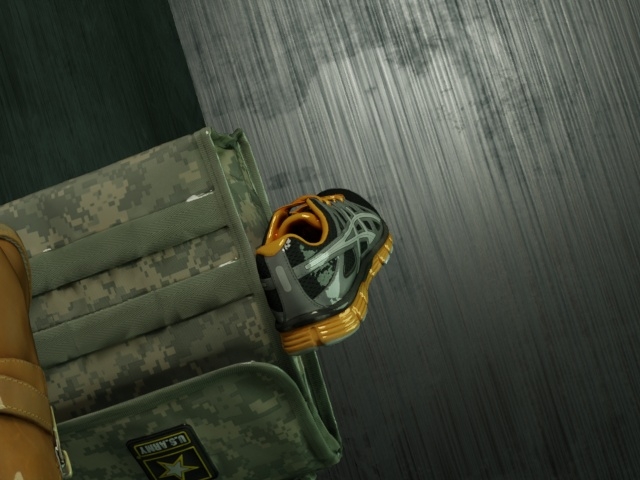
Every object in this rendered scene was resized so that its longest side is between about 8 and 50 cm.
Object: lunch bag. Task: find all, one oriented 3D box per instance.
[{"bbox_3d":[-0.132,0.084,0.932,0.169,0.235,0.287,-39,110,-81],"label":"lunch bag"}]

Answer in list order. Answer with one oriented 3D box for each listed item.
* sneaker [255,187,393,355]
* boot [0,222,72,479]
[{"bbox_3d":[0.000,0.000,0.886,0.083,0.084,0.215,62,14,-18],"label":"sneaker"},{"bbox_3d":[-0.190,0.081,0.669,0.283,0.109,0.220,111,-42,-61],"label":"boot"}]
